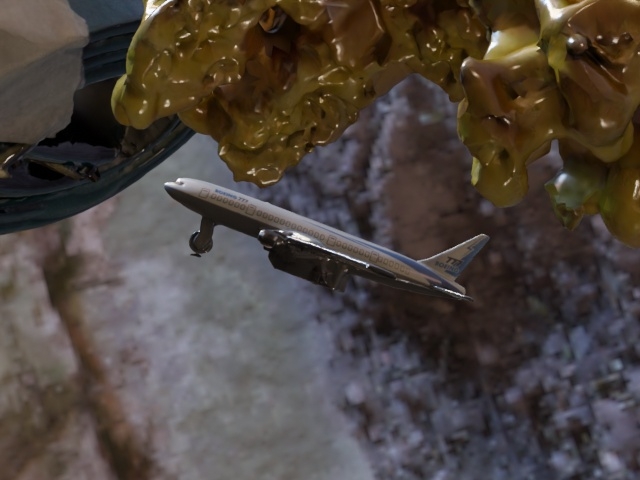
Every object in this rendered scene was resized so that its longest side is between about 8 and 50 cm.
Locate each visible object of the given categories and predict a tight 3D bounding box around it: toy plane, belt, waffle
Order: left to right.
[{"bbox_3d":[-0.245,-0.148,1.376,0.173,0.300,0.436,52,-165,8],"label":"belt"},{"bbox_3d":[0.001,0.004,1.076,0.226,0.226,0.058,-144,64,-86],"label":"toy plane"},{"bbox_3d":[0.068,-0.127,0.760,0.324,0.261,0.151,15,155,36],"label":"waffle"}]
